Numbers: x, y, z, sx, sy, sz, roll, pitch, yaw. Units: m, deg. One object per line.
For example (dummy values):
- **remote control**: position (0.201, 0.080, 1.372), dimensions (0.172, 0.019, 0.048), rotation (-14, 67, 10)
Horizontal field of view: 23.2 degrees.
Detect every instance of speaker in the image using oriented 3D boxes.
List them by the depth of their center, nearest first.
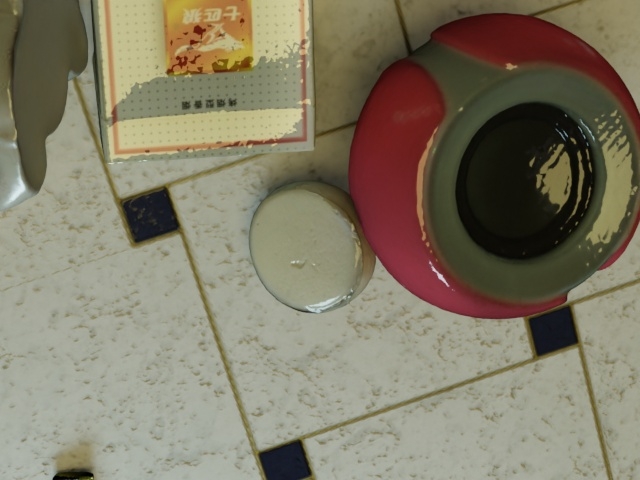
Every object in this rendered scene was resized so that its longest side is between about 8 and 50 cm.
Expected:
- **speaker**: position (0.162, -0.066, 1.499), dimensions (0.294, 0.294, 0.294), rotation (-4, 111, -10)

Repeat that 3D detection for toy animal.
- **toy animal**: position (-0.369, -0.165, 1.407), dimensions (0.265, 0.272, 0.206), rotation (5, 140, 10)

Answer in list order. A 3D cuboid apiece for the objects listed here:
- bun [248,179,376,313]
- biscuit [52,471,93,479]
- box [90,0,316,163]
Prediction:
- **bun**: position (0.000, 0.000, 1.599), dimensions (0.138, 0.094, 0.138), rotation (8, 111, 23)
- **biscuit**: position (-0.240, 0.380, 1.728), dimensions (0.048, 0.026, 0.292), rotation (-7, 113, 12)
- **box**: position (-0.115, -0.244, 1.478), dimensions (0.210, 0.095, 0.330), rotation (-5, 110, -9)
